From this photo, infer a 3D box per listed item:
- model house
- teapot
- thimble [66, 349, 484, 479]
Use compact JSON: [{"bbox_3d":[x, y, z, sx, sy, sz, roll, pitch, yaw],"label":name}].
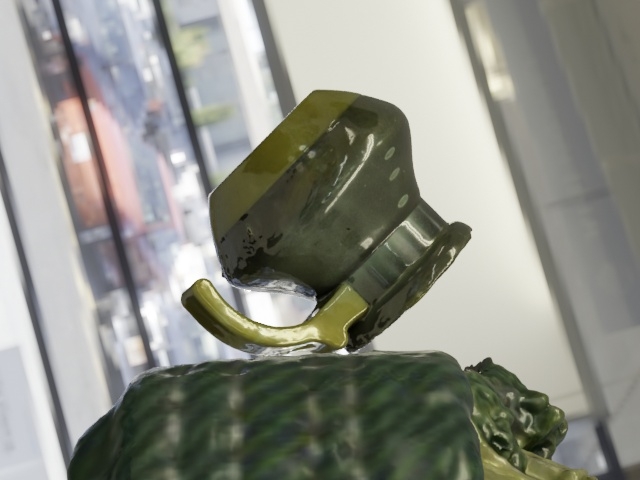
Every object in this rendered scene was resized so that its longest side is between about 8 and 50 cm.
[{"bbox_3d":[0.210,0.271,1.424,0.261,0.266,0.321,-69,161,2],"label":"model house"},{"bbox_3d":[0.000,0.000,0.855,0.119,0.166,0.130,45,-33,-3],"label":"teapot"},{"bbox_3d":[-0.007,0.091,0.349,0.118,0.090,0.135,92,-3,-67],"label":"thimble"}]
